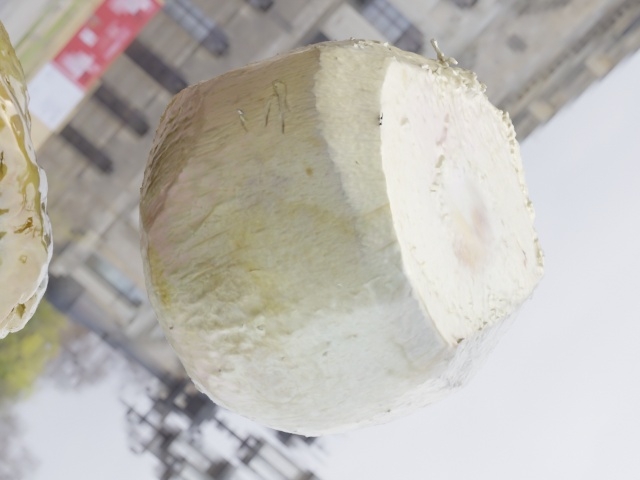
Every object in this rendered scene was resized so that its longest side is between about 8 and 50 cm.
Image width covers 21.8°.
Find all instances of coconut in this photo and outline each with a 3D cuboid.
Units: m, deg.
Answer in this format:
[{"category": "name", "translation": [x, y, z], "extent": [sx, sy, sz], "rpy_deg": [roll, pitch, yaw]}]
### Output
[{"category": "coconut", "translation": [0.000, 0.000, 1.214], "extent": [0.254, 0.297, 0.297], "rpy_deg": [-14, -151, 33]}]

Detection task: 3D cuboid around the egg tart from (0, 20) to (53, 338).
[{"category": "egg tart", "translation": [-0.368, -0.108, 1.306], "extent": [0.443, 0.443, 0.178], "rpy_deg": [-37, -175, 48]}]
